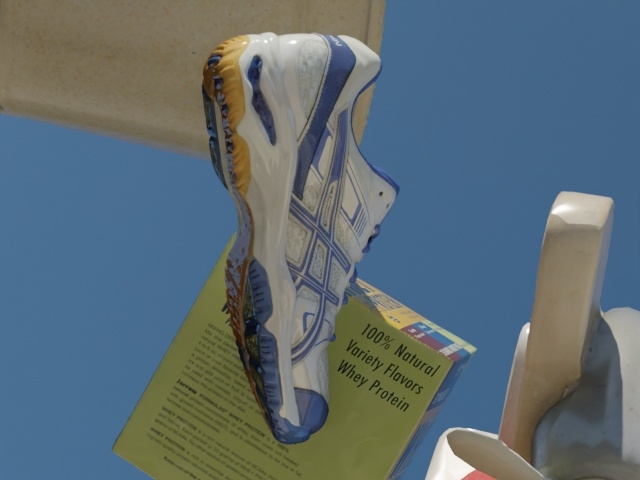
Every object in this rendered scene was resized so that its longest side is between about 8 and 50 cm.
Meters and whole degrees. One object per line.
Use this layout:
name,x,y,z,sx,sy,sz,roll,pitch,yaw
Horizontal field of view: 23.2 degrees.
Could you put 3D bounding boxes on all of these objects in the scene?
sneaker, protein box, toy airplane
sneaker,0.000,0.000,1.098,0.112,0.131,0.296,-143,-134,-67
protein box,-0.017,0.126,1.238,0.200,0.136,0.201,31,-83,11
toy airplane,0.096,0.210,0.736,0.272,0.384,0.386,22,-12,31

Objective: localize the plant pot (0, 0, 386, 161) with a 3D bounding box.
plant pot,-0.130,-0.207,1.369,0.305,0.334,0.334,5,-57,-12
